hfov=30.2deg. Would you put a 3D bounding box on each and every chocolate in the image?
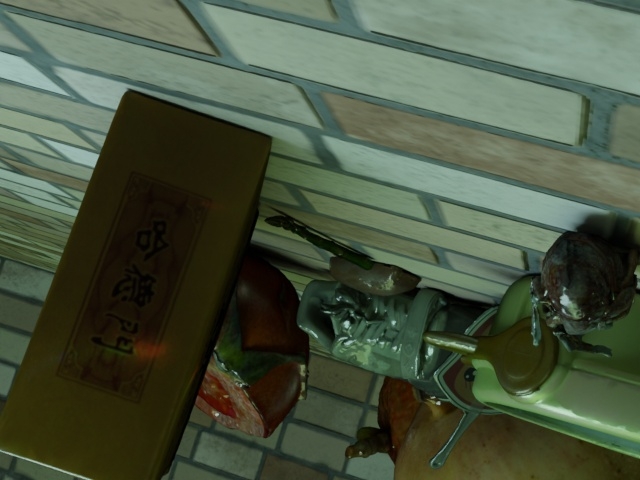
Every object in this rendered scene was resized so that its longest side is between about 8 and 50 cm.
[{"bbox_3d":[0.056,0.042,1.249,0.100,0.031,0.064,10,173,38],"label":"chocolate"}]

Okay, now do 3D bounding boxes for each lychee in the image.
[{"bbox_3d":[0.179,0.265,1.697,0.255,0.300,0.255,61,172,14],"label":"lychee"}]

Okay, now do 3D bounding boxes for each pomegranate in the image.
[{"bbox_3d":[0.236,0.259,1.411,0.338,0.338,0.338,17,172,3],"label":"pomegranate"}]

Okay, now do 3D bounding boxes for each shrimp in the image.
[{"bbox_3d":[0.178,0.036,0.797,0.074,0.073,0.190,3,170,11],"label":"shrimp"}]

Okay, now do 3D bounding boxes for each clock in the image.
[{"bbox_3d":[0.269,0.120,1.010,0.348,0.117,0.286,15,172,24],"label":"clock"}]

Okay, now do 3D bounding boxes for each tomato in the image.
[{"bbox_3d":[-0.125,0.086,1.468,0.309,0.170,0.309,40,153,25],"label":"tomato"}]

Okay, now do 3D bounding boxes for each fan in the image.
[{"bbox_3d":[0.169,0.156,1.217,0.132,0.220,0.009,19,-154,-24],"label":"fan"}]

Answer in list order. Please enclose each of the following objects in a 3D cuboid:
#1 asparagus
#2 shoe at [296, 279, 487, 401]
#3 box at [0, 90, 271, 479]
[{"bbox_3d":[0.000,0.000,1.149,0.162,0.016,0.016,27,-166,-47],"label":"asparagus"},{"bbox_3d":[0.074,0.100,1.314,0.149,0.109,0.293,22,170,-27],"label":"shoe"},{"bbox_3d":[-0.139,0.059,0.976,0.115,0.264,0.415,18,170,-2],"label":"box"}]
